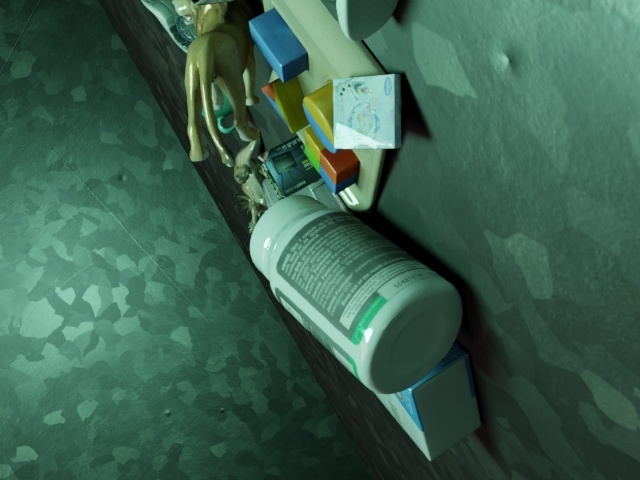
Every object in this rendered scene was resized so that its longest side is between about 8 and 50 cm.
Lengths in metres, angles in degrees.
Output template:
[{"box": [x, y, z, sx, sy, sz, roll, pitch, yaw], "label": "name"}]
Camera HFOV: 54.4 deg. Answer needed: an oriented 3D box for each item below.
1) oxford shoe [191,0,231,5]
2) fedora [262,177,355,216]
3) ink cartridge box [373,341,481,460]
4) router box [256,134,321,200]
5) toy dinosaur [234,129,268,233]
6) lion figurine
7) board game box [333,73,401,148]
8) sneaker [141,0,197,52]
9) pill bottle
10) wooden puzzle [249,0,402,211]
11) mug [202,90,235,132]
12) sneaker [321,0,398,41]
[{"box": [-0.143, -0.451, 0.828, 0.130, 0.133, 0.363, 56, 166, 20], "label": "oxford shoe"}, {"box": [-0.034, -0.056, 1.304, 0.275, 0.124, 0.243, 57, 167, 11], "label": "fedora"}, {"box": [0.155, 0.231, 1.213, 0.307, 0.129, 0.223, 44, 160, 49], "label": "ink cartridge box"}, {"box": [-0.044, -0.142, 1.157, 0.092, 0.122, 0.038, 61, 161, -5], "label": "router box"}, {"box": [-0.176, -0.153, 1.648, 0.200, 0.127, 0.295, -128, 19, -58], "label": "toy dinosaur"}, {"box": [-0.166, -0.304, 1.031, 0.392, 0.142, 0.240, -109, 14, -55], "label": "lion figurine"}, {"box": [0.058, -0.161, 0.788, 0.090, 0.020, 0.090, 6, 102, 35], "label": "board game box"}, {"box": [-0.351, -0.539, 1.488, 0.297, 0.111, 0.129, 58, 173, 11], "label": "sneaker"}, {"box": [0.043, 0.071, 1.047, 0.361, 0.204, 0.204, 39, 156, 42], "label": "pill bottle"}, {"box": [-0.015, -0.221, 0.970, 0.322, 0.080, 0.348, 56, 166, 14], "label": "wooden puzzle"}, {"box": [-0.248, -0.353, 1.515, 0.129, 0.097, 0.157, 41, 158, 52], "label": "mug"}, {"box": [0.009, -0.330, 0.584, 0.147, 0.104, 0.296, 51, 169, 16], "label": "sneaker"}]
